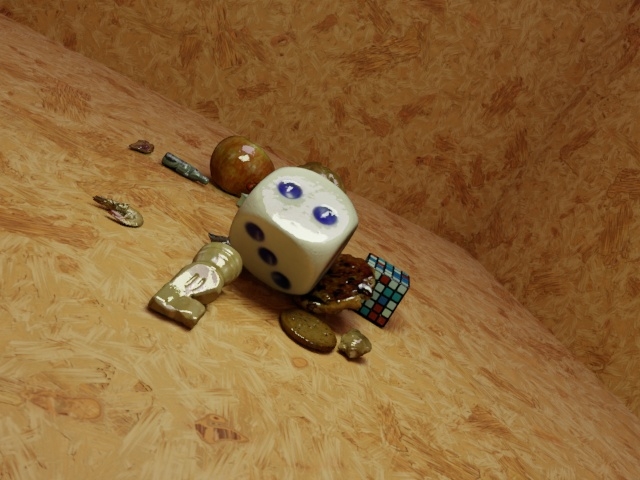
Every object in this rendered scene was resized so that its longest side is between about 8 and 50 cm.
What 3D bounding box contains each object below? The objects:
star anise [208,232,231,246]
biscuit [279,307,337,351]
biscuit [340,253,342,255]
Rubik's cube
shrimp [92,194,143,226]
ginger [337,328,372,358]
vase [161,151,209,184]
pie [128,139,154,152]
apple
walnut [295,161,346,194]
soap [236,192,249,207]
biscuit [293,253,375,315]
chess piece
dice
[{"bbox_3d":[-0.283,0.034,1.743,0.195,0.065,0.182,0,30,-40],"label":"star anise"},{"bbox_3d":[-0.035,0.261,1.556,0.187,0.027,0.188,28,14,-8],"label":"biscuit"},{"bbox_3d":[-0.010,0.041,2.235,0.269,0.051,0.376,24,16,-28],"label":"biscuit"},{"bbox_3d":[0.206,0.179,1.957,0.182,0.187,0.184,30,13,3],"label":"Rubik's cube"},{"bbox_3d":[-0.606,-0.082,1.586,0.162,0.045,0.095,27,36,-29],"label":"shrimp"},{"bbox_3d":[0.112,0.306,1.608,0.096,0.067,0.165,11,12,12],"label":"ginger"},{"bbox_3d":[-0.570,-0.299,2.261,0.211,0.060,0.060,31,16,-5],"label":"vase"},{"bbox_3d":[-0.761,-0.404,2.284,0.092,0.034,0.170,22,16,-14],"label":"pie"},{"bbox_3d":[-0.363,-0.321,2.413,0.277,0.250,0.309,26,-14,49],"label":"apple"},{"bbox_3d":[-0.037,-0.243,2.649,0.306,0.306,0.344,21,11,-30],"label":"walnut"},{"bbox_3d":[-0.258,-0.139,2.320,0.198,0.063,0.114,11,26,-48],"label":"soap"},{"bbox_3d":[0.042,0.147,1.767,0.289,0.081,0.334,-4,27,1],"label":"biscuit"},{"bbox_3d":[-0.320,0.115,1.368,0.137,0.137,0.301,31,28,3],"label":"chess piece"},{"bbox_3d":[-0.079,-0.031,1.645,0.304,0.277,0.304,36,48,7],"label":"dice"}]
